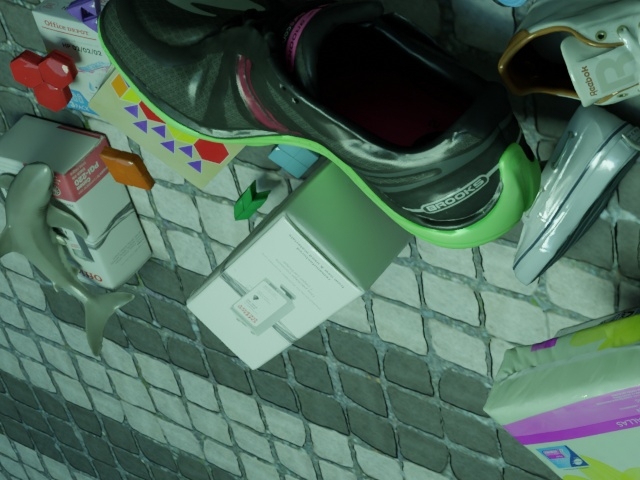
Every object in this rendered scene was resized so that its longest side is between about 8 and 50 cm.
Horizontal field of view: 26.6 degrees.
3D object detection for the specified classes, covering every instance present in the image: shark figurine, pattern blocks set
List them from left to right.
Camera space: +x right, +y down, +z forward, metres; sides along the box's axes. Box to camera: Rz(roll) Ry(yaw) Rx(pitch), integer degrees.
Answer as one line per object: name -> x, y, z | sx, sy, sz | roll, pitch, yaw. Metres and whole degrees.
shark figurine -> -0.374, 0.020, 1.777 | 0.166, 0.116, 0.278 | 9, 134, 38
pattern blocks set -> -0.170, -0.152, 1.546 | 0.325, 0.026, 0.285 | 43, 133, -19

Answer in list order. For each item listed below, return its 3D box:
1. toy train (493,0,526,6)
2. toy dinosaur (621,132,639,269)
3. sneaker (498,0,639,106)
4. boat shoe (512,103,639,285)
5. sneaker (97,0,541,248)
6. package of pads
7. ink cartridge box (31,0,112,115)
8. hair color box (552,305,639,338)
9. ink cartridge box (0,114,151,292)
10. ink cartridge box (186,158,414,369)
toy train -> 0.158, -0.275, 1.114 | 0.105, 0.080, 0.184 | 38, 147, 14
toy dinosaur -> 0.353, -0.002, 1.232 | 0.160, 0.121, 0.313 | 39, 154, 24
sneaker -> 0.276, -0.152, 1.098 | 0.290, 0.123, 0.106 | -2, 126, 44
boat shoe -> 0.235, -0.049, 1.311 | 0.076, 0.083, 0.226 | 45, 137, 15
sneaker -> -0.006, -0.169, 1.276 | 0.483, 0.185, 0.202 | 24, 152, 24
package of pads -> 0.337, 0.172, 1.268 | 0.229, 0.101, 0.296 | 41, 145, -20
ink cartridge box -> -0.269, -0.233, 1.589 | 0.104, 0.061, 0.181 | 16, 139, 29
hair color box -> 0.300, 0.125, 1.419 | 0.053, 0.093, 0.167 | 47, 145, -10
ink cartridge box -> -0.342, -0.048, 1.849 | 0.158, 0.092, 0.218 | 16, 141, 32
ink cartridge box -> 0.000, 0.000, 1.465 | 0.117, 0.207, 0.283 | 45, 147, -4
